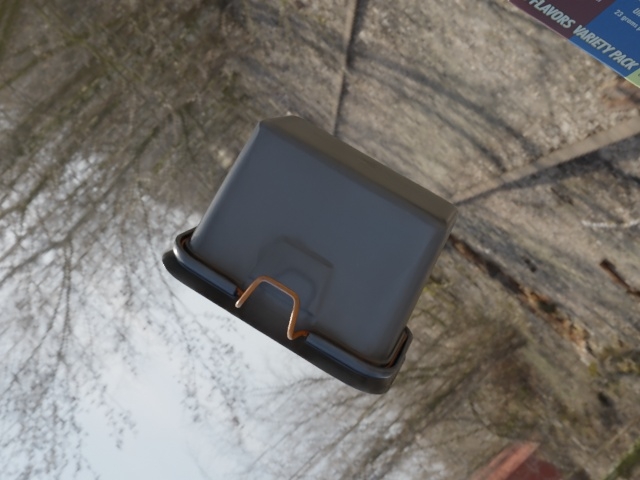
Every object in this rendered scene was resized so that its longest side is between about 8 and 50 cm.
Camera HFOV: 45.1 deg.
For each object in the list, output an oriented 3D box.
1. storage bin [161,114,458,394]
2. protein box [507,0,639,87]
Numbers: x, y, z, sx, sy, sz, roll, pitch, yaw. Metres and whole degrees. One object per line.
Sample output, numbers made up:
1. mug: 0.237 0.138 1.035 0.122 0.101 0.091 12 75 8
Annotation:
1. storage bin: 0.000 0.000 0.393 0.135 0.091 0.098 30 -162 9
2. protein box: 0.233 -0.224 0.427 0.136 0.201 0.200 28 149 -13
